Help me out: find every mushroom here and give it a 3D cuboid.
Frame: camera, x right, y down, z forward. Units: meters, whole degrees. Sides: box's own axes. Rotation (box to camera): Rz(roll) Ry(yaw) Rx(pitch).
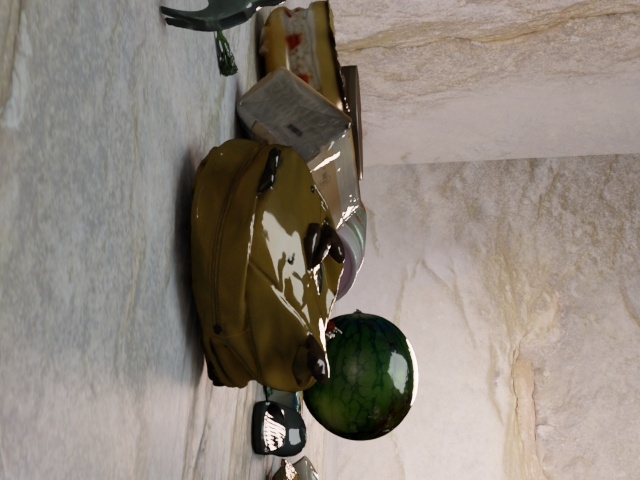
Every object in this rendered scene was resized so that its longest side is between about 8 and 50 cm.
[{"bbox_3d":[-0.050,0.599,1.987,0.097,0.088,0.212,-28,-127,60],"label":"mushroom"}]

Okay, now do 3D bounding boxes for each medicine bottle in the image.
[{"bbox_3d":[0.000,0.000,2.086,0.388,0.219,0.219,-76,163,-70],"label":"medicine bottle"}]

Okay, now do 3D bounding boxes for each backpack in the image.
[{"bbox_3d":[-0.075,0.039,1.290,0.378,0.201,0.353,72,20,-44],"label":"backpack"}]

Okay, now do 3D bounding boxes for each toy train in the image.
[{"bbox_3d":[-0.078,0.313,1.873,0.099,0.072,0.188,-83,169,-51],"label":"toy train"}]

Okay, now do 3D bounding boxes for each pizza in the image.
[{"bbox_3d":[-0.083,0.543,1.803,0.271,0.056,0.134,-78,167,-65],"label":"pizza"}]

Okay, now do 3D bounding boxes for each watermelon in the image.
[{"bbox_3d":[0.103,0.373,2.425,0.363,0.363,0.363,-2,90,-85],"label":"watermelon"}]

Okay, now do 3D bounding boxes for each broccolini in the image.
[{"bbox_3d":[-0.167,-0.345,1.473,0.035,0.030,0.140,-100,179,-56],"label":"broccolini"}]

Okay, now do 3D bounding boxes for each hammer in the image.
[{"bbox_3d":[-0.154,-0.381,1.161,0.041,0.159,0.226,76,-7,-71],"label":"hammer"}]

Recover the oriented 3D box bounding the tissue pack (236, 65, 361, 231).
[{"bbox_3d":[-0.065,-0.140,1.716,0.305,0.239,0.238,78,11,-61],"label":"tissue pack"}]

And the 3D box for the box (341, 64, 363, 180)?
[{"bbox_3d":[0.001,-0.298,2.260,0.301,0.216,0.301,-4,90,-84],"label":"box"}]

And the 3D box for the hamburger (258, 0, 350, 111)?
[{"bbox_3d":[-0.039,-0.390,1.995,0.261,0.186,0.302,-68,146,-81],"label":"hamburger"}]

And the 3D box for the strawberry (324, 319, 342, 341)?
[{"bbox_3d":[-0.064,0.150,1.875,0.167,0.087,0.208,-8,62,-58],"label":"strawberry"}]

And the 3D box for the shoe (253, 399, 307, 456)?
[{"bbox_3d":[-0.069,0.385,1.760,0.241,0.093,0.108,57,30,-67],"label":"shoe"}]
